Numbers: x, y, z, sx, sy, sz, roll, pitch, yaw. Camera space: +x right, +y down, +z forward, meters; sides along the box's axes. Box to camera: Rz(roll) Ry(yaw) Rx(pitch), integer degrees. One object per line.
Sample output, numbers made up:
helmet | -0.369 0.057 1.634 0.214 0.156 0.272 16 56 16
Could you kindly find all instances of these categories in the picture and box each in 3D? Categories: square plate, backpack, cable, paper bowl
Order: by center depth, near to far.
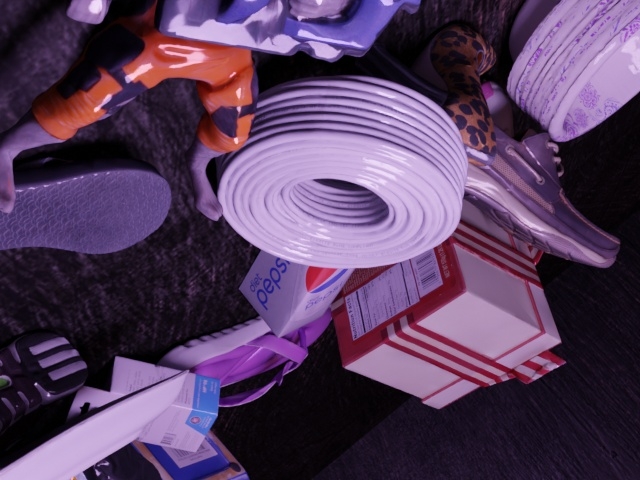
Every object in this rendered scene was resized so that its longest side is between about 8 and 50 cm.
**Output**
cable | 0.019 -0.062 0.963 0.257 0.089 0.257 4 151 8
square plate | -0.346 0.261 1.009 0.347 0.049 0.344 -27 177 27
backpack | -0.312 0.321 1.209 0.182 0.152 0.115 -29 -166 19
paper bowl | 0.361 -0.276 1.238 0.284 0.148 0.284 -36 160 -15

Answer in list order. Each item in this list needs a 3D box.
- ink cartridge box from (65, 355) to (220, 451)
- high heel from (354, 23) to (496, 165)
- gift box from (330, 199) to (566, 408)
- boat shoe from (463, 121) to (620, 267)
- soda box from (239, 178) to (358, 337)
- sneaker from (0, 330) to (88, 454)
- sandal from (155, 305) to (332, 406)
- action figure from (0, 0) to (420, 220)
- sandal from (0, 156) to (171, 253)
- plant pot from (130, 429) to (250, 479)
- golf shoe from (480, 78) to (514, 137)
ink cartridge box | -0.233 0.213 1.250 0.180 0.060 0.104 16 135 -16
high heel | 0.174 -0.158 1.083 0.261 0.186 0.093 -18 148 -48
gift box | 0.191 0.077 1.351 0.276 0.255 0.258 -31 140 32
boat shoe | 0.255 -0.085 1.219 0.130 0.355 0.132 -59 -164 0
soda box | 0.000 0.000 1.245 0.091 0.098 0.286 -21 154 -43
sneaker | -0.376 0.197 0.966 0.162 0.106 0.281 -48 160 30
sandal | -0.108 0.198 1.468 0.416 0.102 0.169 -17 150 -50
action figure | -0.130 -0.171 0.624 0.341 0.178 0.330 11 124 -32
sandal | -0.235 -0.037 0.807 0.255 0.054 0.097 -4 133 -45
plant pot | -0.255 0.368 1.387 0.212 0.236 0.236 -54 157 19
golf shoe | 0.255 -0.126 1.386 0.115 0.140 0.306 -39 159 -2
